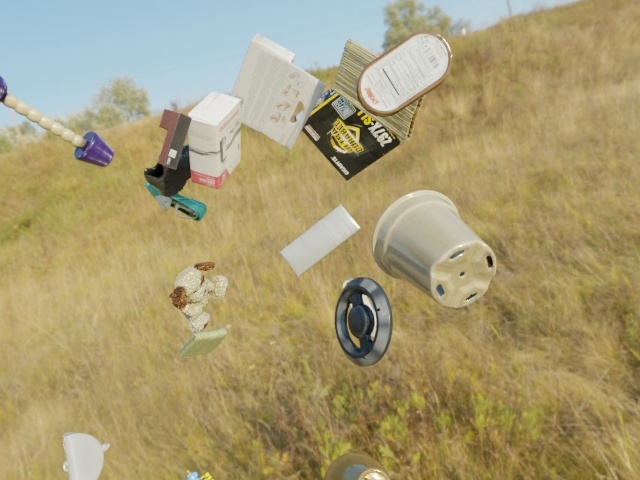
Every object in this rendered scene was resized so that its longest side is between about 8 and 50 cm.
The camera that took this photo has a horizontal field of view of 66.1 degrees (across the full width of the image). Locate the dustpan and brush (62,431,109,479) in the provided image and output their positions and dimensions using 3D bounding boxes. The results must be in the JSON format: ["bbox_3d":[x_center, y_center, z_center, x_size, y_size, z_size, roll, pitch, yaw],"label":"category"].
[{"bbox_3d":[-0.563,0.526,1.198,0.060,0.147,0.211,-16,-9,11],"label":"dustpan and brush"}]

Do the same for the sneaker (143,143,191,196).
[{"bbox_3d":[-0.452,-0.258,1.612,0.286,0.109,0.130,-38,-35,10],"label":"sneaker"}]

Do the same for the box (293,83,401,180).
[{"bbox_3d":[0.102,-0.400,1.775,0.257,0.322,0.079,-34,39,15],"label":"box"}]

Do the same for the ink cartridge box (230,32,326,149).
[{"bbox_3d":[-0.149,-0.475,1.606,0.296,0.261,0.066,-53,13,45],"label":"ink cartridge box"}]

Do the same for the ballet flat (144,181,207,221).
[{"bbox_3d":[-0.538,-0.137,1.825,0.247,0.087,0.083,25,-30,-29],"label":"ballet flat"}]

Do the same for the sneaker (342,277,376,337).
[{"bbox_3d":[0.143,0.238,1.714,0.087,0.229,0.092,-34,-17,14],"label":"sneaker"}]

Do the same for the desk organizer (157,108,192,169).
[{"bbox_3d":[-0.357,-0.241,1.169,0.050,0.130,0.047,19,2,22],"label":"desk organizer"}]

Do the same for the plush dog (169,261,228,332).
[{"bbox_3d":[-0.498,0.190,1.905,0.210,0.225,0.262,19,53,8],"label":"plush dog"}]

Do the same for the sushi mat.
[{"bbox_3d":[0.148,-0.402,1.300,0.019,0.151,0.316,-15,46,-35],"label":"sushi mat"}]

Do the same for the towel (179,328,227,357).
[{"bbox_3d":[-0.344,0.300,1.433,0.110,0.027,0.148,-2,-32,-38],"label":"towel"}]

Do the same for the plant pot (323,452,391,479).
[{"bbox_3d":[0.146,0.830,1.648,0.237,0.237,0.254,-19,-21,-20],"label":"plant pot"}]

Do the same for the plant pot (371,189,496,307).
[{"bbox_3d":[0.373,0.047,1.557,0.334,0.334,0.305,-17,29,-11],"label":"plant pot"}]

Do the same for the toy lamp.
[{"bbox_3d":[-0.586,-0.250,1.083,0.080,0.080,0.274,-8,-28,34],"label":"toy lamp"}]

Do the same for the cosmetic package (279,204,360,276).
[{"bbox_3d":[0.000,0.000,1.499,0.238,0.107,0.127,-41,-2,4],"label":"cosmetic package"}]

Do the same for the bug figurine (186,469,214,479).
[{"bbox_3d":[-0.452,0.930,1.651,0.216,0.072,0.279,33,69,26],"label":"bug figurine"}]

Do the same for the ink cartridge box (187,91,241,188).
[{"bbox_3d":[-0.293,-0.279,1.374,0.092,0.218,0.158,16,45,9],"label":"ink cartridge box"}]

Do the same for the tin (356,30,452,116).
[{"bbox_3d":[0.154,-0.309,0.914,0.189,0.106,0.040,-32,1,10],"label":"tin"}]

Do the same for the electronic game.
[{"bbox_3d":[0.108,0.210,1.279,0.048,0.229,0.229,4,-2,-32],"label":"electronic game"}]
